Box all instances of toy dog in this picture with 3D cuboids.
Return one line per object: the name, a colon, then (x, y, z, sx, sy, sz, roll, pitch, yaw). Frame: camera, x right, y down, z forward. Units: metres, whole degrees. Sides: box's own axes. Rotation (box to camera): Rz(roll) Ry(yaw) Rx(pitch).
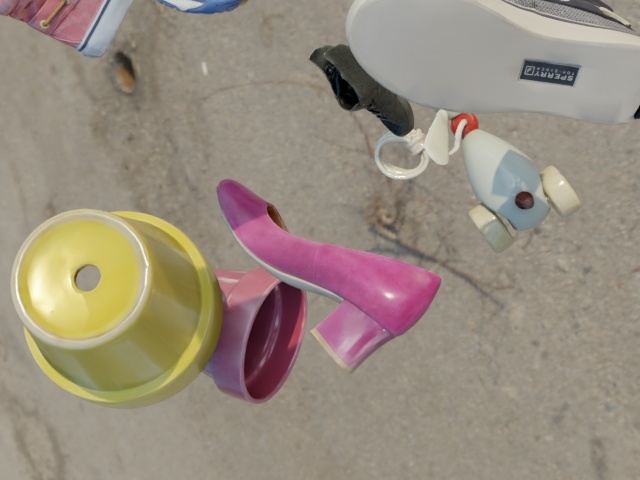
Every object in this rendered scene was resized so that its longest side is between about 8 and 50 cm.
toy dog: (0.247, -0.133, 1.476, 0.334, 0.161, 0.220, 37, 91, 9)

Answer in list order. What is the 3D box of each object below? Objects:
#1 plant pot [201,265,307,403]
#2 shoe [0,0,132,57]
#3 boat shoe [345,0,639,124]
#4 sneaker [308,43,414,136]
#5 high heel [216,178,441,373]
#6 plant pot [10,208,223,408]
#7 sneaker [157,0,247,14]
plant pot: (-0.142, 0.123, 1.456, 0.180, 0.201, 0.201, 15, 119, 24)
shoe: (-0.145, -0.206, 0.624, 0.178, 0.081, 0.063, -56, 32, 25)
boat shoe: (0.181, -0.212, 1.018, 0.158, 0.341, 0.127, -102, 28, -55)
sneaker: (0.053, -0.180, 1.198, 0.051, 0.089, 0.170, 8, 136, 44)
high heel: (0.000, 0.000, 0.901, 0.117, 0.082, 0.244, -43, 56, 5)
plant pot: (-0.261, 0.071, 1.207, 0.254, 0.254, 0.239, 61, 175, 14)
sneaker: (-0.186, -0.370, 1.064, 0.296, 0.112, 0.131, 43, 150, 16)
